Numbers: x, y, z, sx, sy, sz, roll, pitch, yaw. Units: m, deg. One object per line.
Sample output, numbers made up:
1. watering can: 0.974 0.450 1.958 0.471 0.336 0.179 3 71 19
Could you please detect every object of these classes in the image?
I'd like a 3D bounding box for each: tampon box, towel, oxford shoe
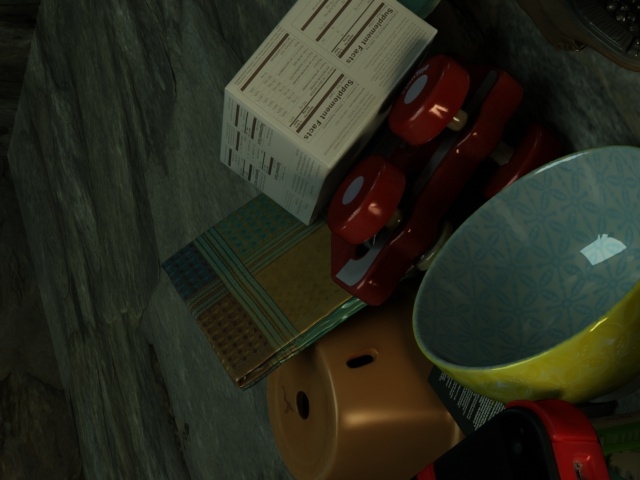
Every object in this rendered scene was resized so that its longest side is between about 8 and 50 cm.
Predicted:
1. tampon box: 0.214 0.163 1.336 0.161 0.120 0.101 58 141 44
2. towel: 0.000 0.000 1.539 0.271 0.370 0.040 51 175 48
3. oxford shoe: 0.270 -0.226 1.242 0.096 0.082 0.227 80 162 -45

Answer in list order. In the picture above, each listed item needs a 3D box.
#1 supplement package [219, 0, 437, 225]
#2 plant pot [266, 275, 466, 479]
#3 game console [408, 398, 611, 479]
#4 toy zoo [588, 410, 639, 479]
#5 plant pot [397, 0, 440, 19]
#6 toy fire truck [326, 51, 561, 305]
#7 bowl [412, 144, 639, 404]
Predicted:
1. supplement package: 0.001 -0.164 1.439 0.145 0.204 0.262 37 166 3
2. plant pot: 0.064 0.196 1.549 0.291 0.203 0.291 16 108 61
3. game console: 0.147 0.359 1.049 0.342 0.060 0.387 -50 38 44
4. toy zoo: 0.335 0.208 1.023 0.293 0.192 0.030 26 117 59
5. plant pot: 0.011 -0.410 1.461 0.271 0.255 0.272 -34 52 57
6. toy fire truck: 0.110 -0.073 1.395 0.302 0.169 0.254 -57 18 1
7. bowl: 0.249 0.062 1.181 0.156 0.289 0.289 48 165 -24
